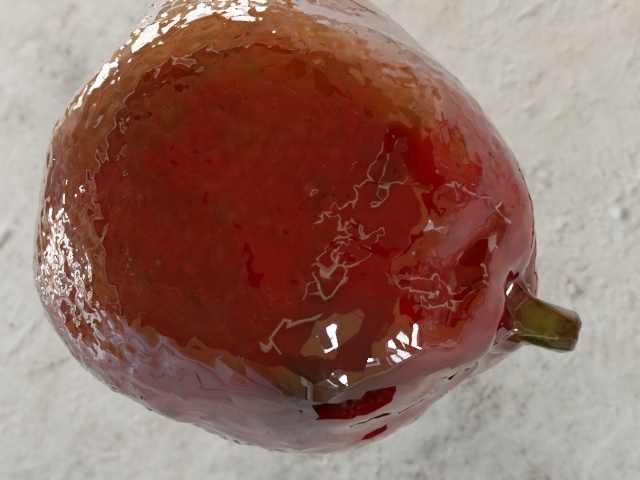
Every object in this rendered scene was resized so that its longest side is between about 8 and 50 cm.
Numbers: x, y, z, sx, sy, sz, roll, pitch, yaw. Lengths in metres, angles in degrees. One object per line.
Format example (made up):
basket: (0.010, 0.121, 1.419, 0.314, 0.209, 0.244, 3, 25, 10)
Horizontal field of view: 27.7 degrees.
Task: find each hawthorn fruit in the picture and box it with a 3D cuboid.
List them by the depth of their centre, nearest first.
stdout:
hawthorn fruit: (0.000, 0.000, 0.728, 0.307, 0.265, 0.265, 24, 81, 16)
